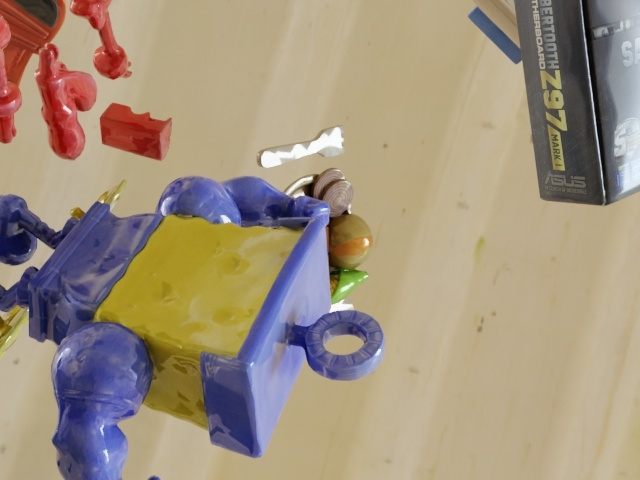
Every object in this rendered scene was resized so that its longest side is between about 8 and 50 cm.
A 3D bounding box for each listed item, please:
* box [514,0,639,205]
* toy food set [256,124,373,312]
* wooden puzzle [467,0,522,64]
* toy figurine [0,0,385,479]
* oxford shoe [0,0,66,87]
[{"bbox_3d":[0.229,-0.142,0.648,0.059,0.233,0.183,10,-65,53],"label":"box"},{"bbox_3d":[0.000,0.000,0.896,0.039,0.132,0.192,11,-68,41],"label":"toy food set"},{"bbox_3d":[0.326,-0.273,1.342,0.322,0.348,0.080,44,-55,-6],"label":"wooden puzzle"},{"bbox_3d":[-0.080,0.026,0.440,0.217,0.362,0.191,15,-50,10],"label":"toy figurine"},{"bbox_3d":[-0.341,-0.199,0.989,0.271,0.098,0.097,-34,-40,31],"label":"oxford shoe"}]
